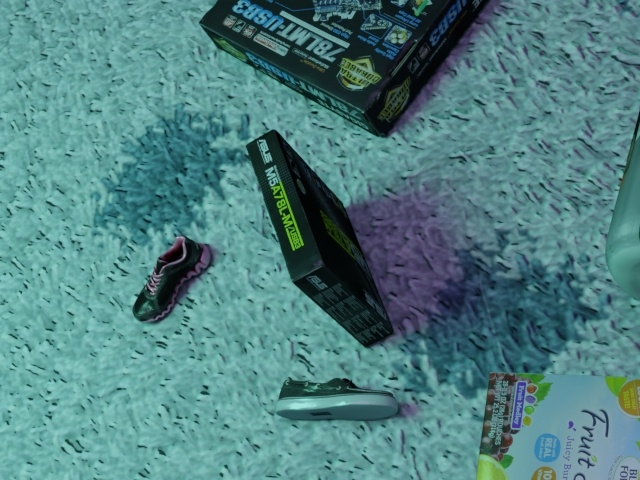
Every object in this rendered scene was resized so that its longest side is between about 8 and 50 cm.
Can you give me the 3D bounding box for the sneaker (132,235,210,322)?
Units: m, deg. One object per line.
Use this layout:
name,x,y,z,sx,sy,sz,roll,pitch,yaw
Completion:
sneaker,-0.185,0.042,1.624,0.047,0.057,0.119,36,85,33

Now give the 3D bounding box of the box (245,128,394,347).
box,0.000,0.000,1.472,0.045,0.190,0.184,-30,54,11

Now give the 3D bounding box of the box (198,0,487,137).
box,0.046,-0.307,1.686,0.295,0.073,0.293,31,82,35

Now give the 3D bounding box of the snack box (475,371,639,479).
snack box,0.237,0.233,1.306,0.175,0.070,0.207,0,66,25

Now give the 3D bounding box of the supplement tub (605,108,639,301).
supplement tub,0.405,-0.101,1.315,0.207,0.207,0.338,8,68,29

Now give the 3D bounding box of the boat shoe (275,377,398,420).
boat shoe,0.016,0.165,1.465,0.142,0.049,0.040,-5,62,27
